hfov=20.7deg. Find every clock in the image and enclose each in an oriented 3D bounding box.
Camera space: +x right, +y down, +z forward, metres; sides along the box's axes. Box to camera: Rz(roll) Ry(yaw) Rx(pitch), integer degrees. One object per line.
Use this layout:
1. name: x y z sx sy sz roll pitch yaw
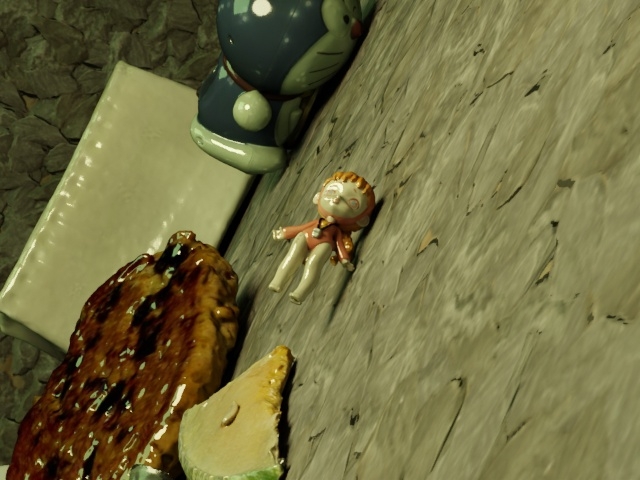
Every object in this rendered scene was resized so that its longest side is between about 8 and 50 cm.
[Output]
1. clock: -0.047 -0.188 1.804 0.199 0.147 0.243 -65 0 -49

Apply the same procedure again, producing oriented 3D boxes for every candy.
1. candy: -0.213 -0.013 2.037 0.145 0.208 0.358 124 171 -73

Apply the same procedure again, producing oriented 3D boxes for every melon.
1. melon: -0.052 0.139 1.149 0.098 0.054 0.182 -45 13 14

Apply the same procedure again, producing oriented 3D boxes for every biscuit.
1. biscuit: -0.170 0.146 1.569 0.289 0.081 0.334 -37 29 33

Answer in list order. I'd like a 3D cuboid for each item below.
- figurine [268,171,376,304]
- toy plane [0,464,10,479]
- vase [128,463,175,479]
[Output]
1. figurine: 0.000 0.000 1.194 0.109 0.064 0.047 -56 -17 -31
2. toy plane: -0.300 0.327 1.643 0.267 0.122 0.266 -23 45 25
3. vase: -0.145 0.249 1.267 0.167 0.059 0.059 -65 9 -20
